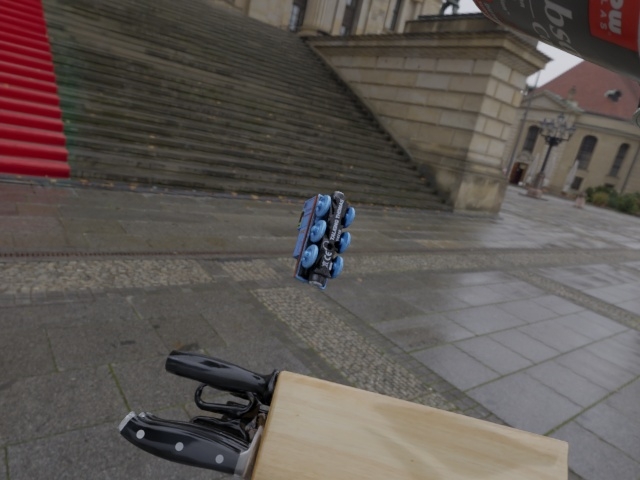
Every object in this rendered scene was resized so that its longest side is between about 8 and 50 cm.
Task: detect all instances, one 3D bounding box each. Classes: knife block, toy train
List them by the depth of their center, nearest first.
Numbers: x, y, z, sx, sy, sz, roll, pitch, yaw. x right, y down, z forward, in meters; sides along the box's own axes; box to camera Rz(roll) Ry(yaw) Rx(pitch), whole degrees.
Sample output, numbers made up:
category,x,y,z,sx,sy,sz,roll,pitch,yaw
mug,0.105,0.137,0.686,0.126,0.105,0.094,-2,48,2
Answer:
category,x,y,z,sx,sy,sz,roll,pitch,yaw
knife block,0.001,0.154,0.327,0.242,0.088,0.276,30,-26,-36
toy train,0.000,0.000,0.779,0.080,0.184,0.105,25,-24,-25

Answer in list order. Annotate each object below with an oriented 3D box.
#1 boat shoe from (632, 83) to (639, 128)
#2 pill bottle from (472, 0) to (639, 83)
category,x,y,z,sx,sy,sz,roll,pitch,yaw
boat shoe,0.581,-0.251,0.722,0.095,0.079,0.255,21,0,42
pill bottle,0.283,-0.233,0.325,0.210,0.210,0.363,6,35,-24
